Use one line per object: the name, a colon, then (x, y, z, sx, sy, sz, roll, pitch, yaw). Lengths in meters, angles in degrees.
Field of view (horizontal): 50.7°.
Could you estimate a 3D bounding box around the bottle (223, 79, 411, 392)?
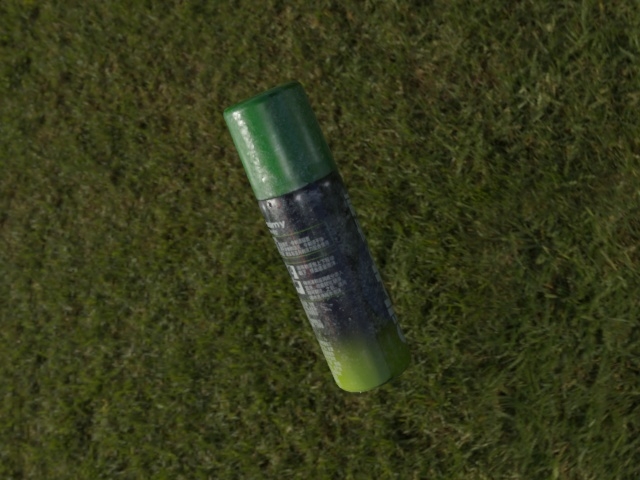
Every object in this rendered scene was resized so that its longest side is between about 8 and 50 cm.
bottle: (0.000, 0.000, 0.721, 0.093, 0.093, 0.330, -14, 107, 29)
